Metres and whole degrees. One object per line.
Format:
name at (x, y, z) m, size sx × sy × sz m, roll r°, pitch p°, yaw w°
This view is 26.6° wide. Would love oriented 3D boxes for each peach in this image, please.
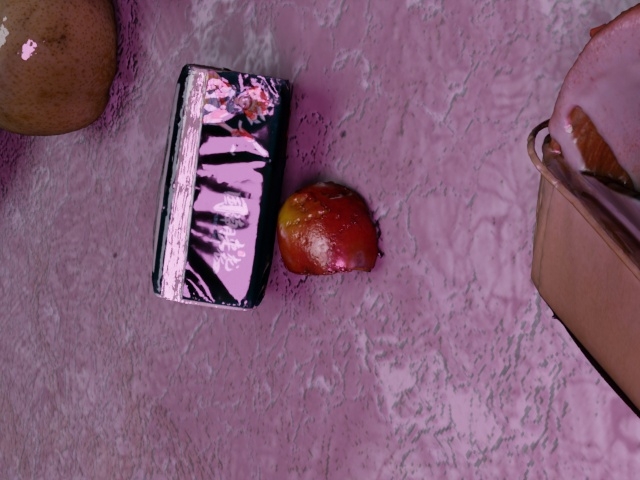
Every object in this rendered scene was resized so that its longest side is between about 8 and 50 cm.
peach at (0.000, 0.000, 0.954) m, size 0.077 × 0.050 × 0.083 m, roll -55°, pitch 53°, yaw 35°

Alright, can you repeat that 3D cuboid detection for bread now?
bread at (0.190, -0.011, 0.639) m, size 0.224 × 0.142 × 0.212 m, roll 53°, pitch 144°, yaw 40°

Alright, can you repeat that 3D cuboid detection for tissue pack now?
tissue pack at (-0.073, -0.041, 0.998) m, size 0.103 × 0.090 × 0.170 m, roll -112°, pitch 32°, yaw -81°

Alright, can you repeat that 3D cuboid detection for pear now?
pear at (-0.255, -0.179, 1.209) m, size 0.167 × 0.137 × 0.167 m, roll -6°, pitch 83°, yaw 56°
